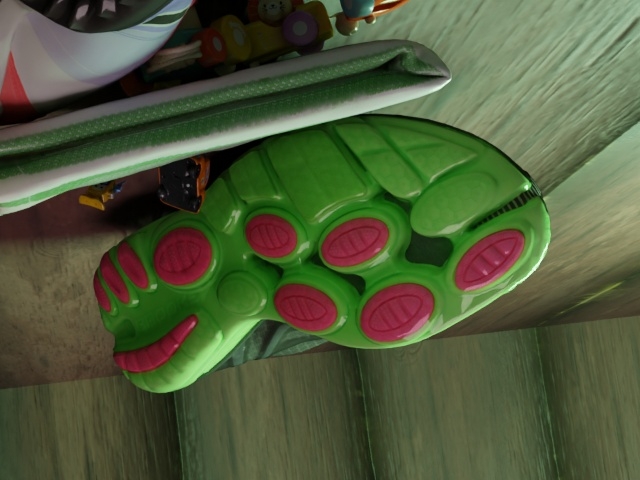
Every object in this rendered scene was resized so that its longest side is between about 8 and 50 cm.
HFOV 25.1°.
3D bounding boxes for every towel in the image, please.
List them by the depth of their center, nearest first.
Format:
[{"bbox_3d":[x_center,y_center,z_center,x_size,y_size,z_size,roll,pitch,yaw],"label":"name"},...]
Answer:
[{"bbox_3d":[-0.087,-0.056,0.815,0.248,0.038,0.325,-17,-177,-15],"label":"towel"}]

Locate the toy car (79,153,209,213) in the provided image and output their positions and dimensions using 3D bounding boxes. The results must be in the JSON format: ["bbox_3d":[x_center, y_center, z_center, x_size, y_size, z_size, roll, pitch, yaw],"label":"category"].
[{"bbox_3d":[-0.133,-0.056,1.098,0.122,0.060,0.040,5,-139,28],"label":"toy car"}]

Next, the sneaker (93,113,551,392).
[{"bbox_3d":[0.000,0.000,1.181,0.202,0.185,0.483,-22,-175,-42],"label":"sneaker"}]

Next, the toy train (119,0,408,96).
[{"bbox_3d":[-0.025,-0.120,0.733,0.166,0.046,0.125,-18,179,-22],"label":"toy train"}]

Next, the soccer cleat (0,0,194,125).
[{"bbox_3d":[-0.088,-0.124,0.590,0.116,0.108,0.318,-20,178,-34],"label":"soccer cleat"}]
